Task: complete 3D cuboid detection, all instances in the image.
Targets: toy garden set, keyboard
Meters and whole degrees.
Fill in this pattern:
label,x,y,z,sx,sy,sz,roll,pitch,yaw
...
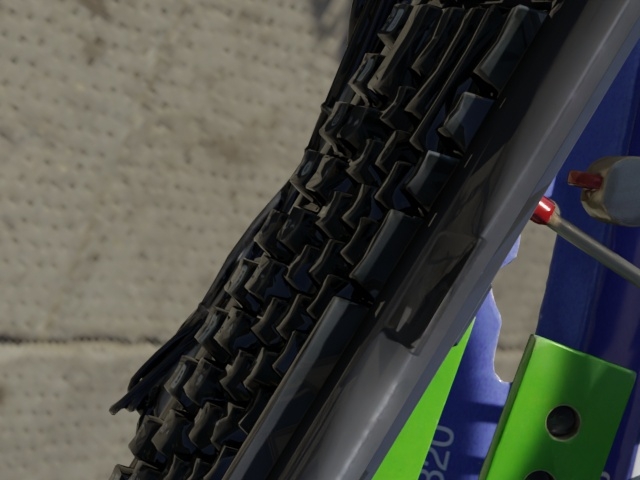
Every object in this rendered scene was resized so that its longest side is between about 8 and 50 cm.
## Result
label,x,y,z,sx,sy,sz,roll,pitch,yaw
toy garden set,0.127,0.058,0.721,0.049,0.244,0.204,-156,-94,-81
keyboard,0.000,0.000,0.412,0.317,0.033,0.201,-58,-170,-2

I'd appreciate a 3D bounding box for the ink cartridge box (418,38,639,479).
label,x,y,z,sx,sy,sz,roll,pitch,yaw
ink cartridge box,0.211,0.050,0.796,0.071,0.330,0.324,-173,-85,-84
